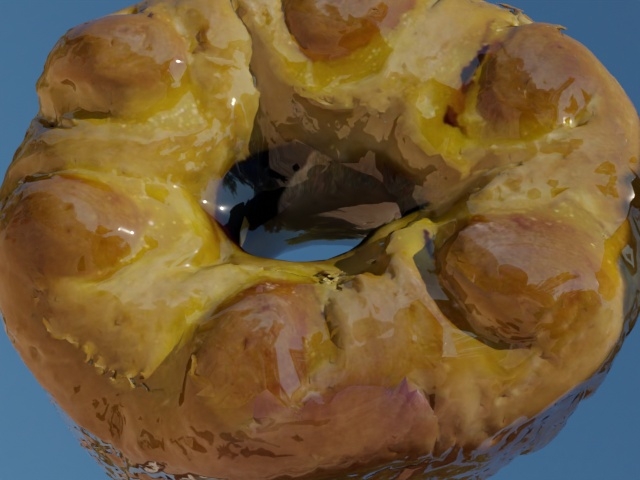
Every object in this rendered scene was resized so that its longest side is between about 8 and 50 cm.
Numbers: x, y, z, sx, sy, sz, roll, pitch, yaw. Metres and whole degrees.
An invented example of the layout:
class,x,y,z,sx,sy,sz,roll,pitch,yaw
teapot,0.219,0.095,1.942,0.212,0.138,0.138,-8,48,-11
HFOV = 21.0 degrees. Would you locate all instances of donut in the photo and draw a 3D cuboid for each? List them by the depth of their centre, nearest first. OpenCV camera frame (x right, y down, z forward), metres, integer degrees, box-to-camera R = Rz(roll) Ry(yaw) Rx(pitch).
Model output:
class,x,y,z,sx,sy,sz,roll,pitch,yaw
donut,0.000,0.000,0.852,0.317,0.299,0.150,21,-31,13
